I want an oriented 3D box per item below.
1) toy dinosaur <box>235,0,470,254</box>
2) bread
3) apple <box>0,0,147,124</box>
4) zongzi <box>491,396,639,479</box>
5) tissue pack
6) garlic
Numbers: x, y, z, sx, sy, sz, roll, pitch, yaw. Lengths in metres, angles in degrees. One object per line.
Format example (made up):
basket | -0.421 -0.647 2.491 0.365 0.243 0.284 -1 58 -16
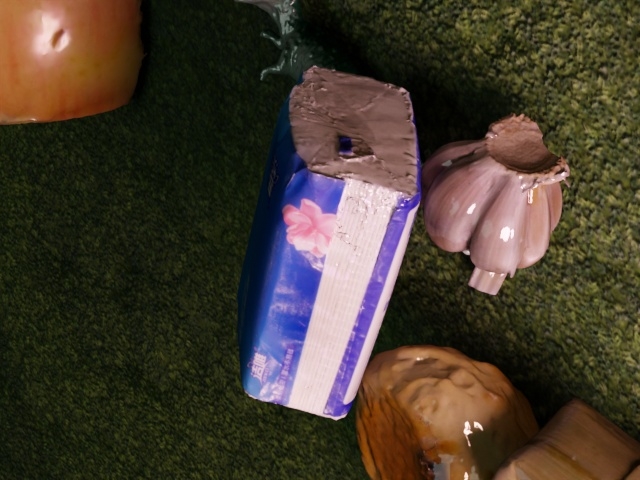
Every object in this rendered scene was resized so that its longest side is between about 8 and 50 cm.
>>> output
toy dinosaur | 0.019 -0.114 1.904 0.383 0.076 0.129 51 139 10
bread | 0.133 0.205 1.803 0.244 0.134 0.244 47 147 44
apple | -0.358 -0.303 2.201 0.252 0.314 0.309 -85 -7 -70
zongzi | 0.337 0.388 1.624 0.447 0.181 0.418 37 145 35
tissue pack | 0.000 0.000 1.771 0.209 0.137 0.270 -93 17 -54
garlic | 0.149 -0.017 1.734 0.131 0.127 0.194 48 152 23
